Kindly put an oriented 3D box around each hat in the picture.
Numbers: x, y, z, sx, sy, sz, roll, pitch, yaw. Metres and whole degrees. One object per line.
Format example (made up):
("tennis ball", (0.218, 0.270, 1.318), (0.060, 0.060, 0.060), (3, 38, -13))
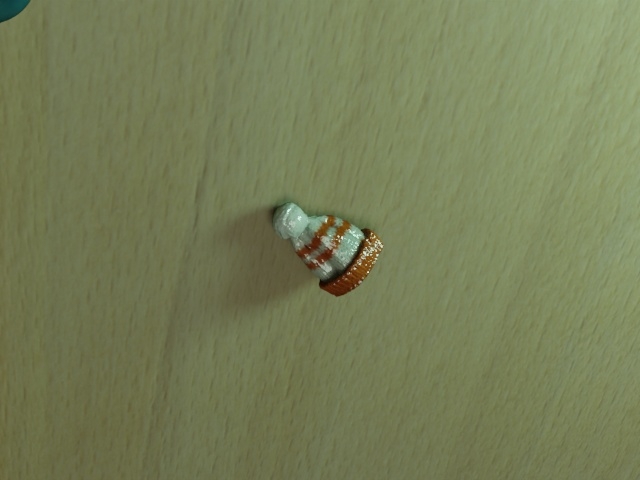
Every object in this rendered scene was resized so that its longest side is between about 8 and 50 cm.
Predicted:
("hat", (0.000, 0.000, 1.368), (0.162, 0.093, 0.112), (38, 99, -16))

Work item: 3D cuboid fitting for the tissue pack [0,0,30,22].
("tissue pack", (-0.419, -0.292, 0.934), (0.288, 0.198, 0.206), (-15, 143, -4))
